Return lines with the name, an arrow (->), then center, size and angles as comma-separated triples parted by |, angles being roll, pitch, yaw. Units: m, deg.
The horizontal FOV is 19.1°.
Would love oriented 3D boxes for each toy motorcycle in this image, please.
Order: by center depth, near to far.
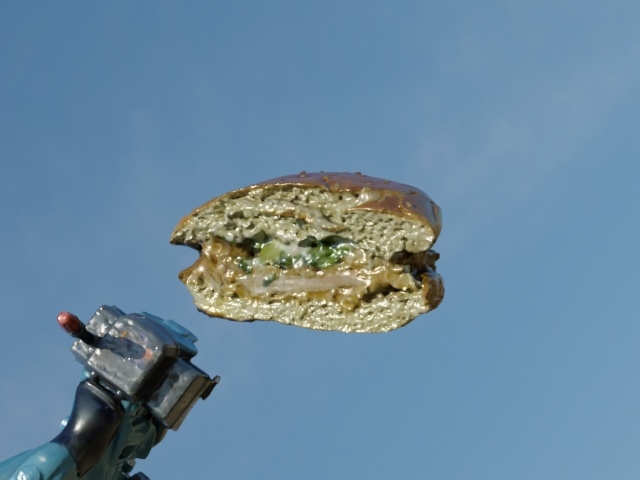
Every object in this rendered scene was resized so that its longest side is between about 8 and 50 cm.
toy motorcycle -> -0.192, 0.166, 1.424 | 0.272, 0.124, 0.182 | -54, -18, -6

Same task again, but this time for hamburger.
hamburger -> 0.000, 0.000, 1.853 | 0.156, 0.283, 0.144 | -36, -54, -60
